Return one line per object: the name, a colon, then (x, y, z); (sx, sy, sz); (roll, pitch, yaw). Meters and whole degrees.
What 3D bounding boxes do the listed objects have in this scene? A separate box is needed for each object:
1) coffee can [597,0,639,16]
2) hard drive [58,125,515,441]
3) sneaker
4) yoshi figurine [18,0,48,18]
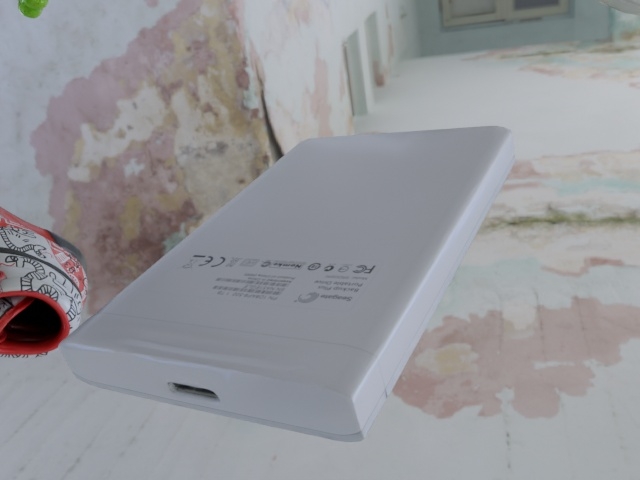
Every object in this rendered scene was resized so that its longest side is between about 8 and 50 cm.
coffee can: (0.189, -0.241, 0.207); (0.202, 0.201, 0.275); (-22, 169, -28)
hard drive: (0.000, 0.000, 0.516); (0.233, 0.047, 0.353); (2, -148, 31)
sneaker: (-0.326, 0.008, 0.536); (0.090, 0.270, 0.145); (-53, -151, 10)
yoshi figurine: (-0.388, -0.323, 0.666); (0.362, 0.203, 0.203); (-11, -164, 36)
